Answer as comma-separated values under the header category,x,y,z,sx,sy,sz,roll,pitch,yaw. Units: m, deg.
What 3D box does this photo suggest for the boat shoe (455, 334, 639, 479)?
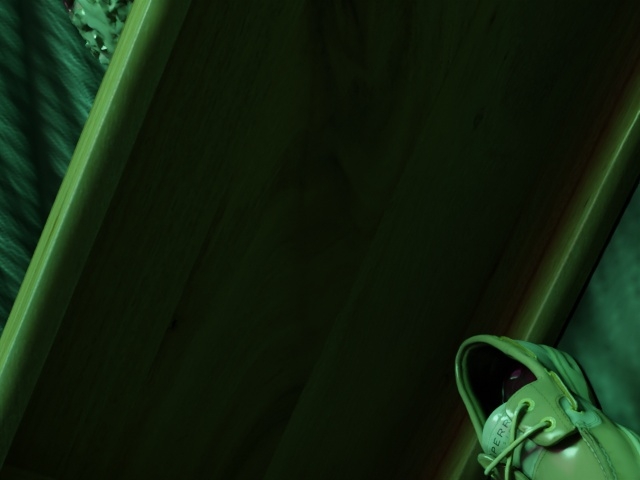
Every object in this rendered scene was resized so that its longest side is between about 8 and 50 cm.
category,x,y,z,sx,sy,sz,roll,pitch,yaw
boat shoe,0.076,0.072,0.412,0.135,0.045,0.050,-115,47,-72

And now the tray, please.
category,x,y,z,sx,sy,sz,roll,pitch,yaw
tray,0.017,-0.043,0.472,0.411,0.202,0.076,-66,18,11

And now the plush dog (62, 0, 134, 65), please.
category,x,y,z,sx,sy,sz,roll,pitch,yaw
plush dog,-0.038,-0.175,0.587,0.225,0.210,0.263,-30,58,45
